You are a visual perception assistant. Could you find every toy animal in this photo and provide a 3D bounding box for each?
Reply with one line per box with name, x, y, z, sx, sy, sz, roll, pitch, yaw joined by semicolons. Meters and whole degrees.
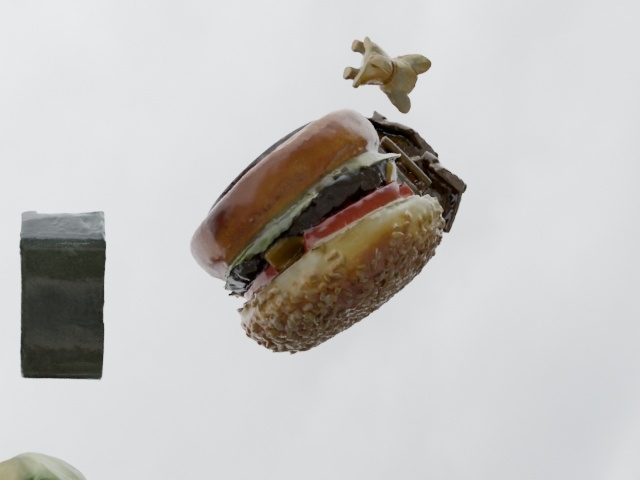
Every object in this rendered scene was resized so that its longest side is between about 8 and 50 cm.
toy animal;0.067;-0.154;1.167;0.083;0.081;0.060;19;-98;-30

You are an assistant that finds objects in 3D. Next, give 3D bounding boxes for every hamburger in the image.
hamburger;0.000;0.000;1.777;0.330;0.250;0.330;-41;-9;-8

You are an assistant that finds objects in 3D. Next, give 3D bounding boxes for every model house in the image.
model house;0.152;-0.123;2.321;0.229;0.199;0.220;-39;-53;-50

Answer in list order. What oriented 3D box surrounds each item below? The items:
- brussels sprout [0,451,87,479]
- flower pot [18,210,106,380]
brussels sprout;-0.422;0.462;1.964;0.227;0.259;0.294;-53;-51;-21
flower pot;-0.330;0.072;1.629;0.108;0.103;0.229;2;-65;-11
